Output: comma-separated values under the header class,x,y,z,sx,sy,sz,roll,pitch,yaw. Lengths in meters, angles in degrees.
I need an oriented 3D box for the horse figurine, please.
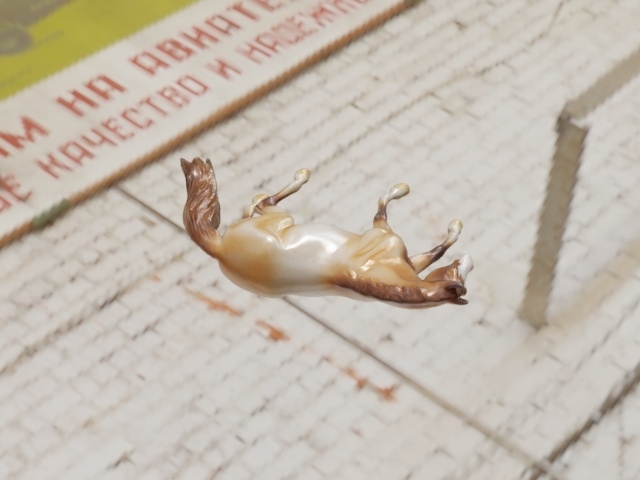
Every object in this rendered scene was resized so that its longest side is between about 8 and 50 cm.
class,x,y,z,sx,sy,sz,roll,pitch,yaw
horse figurine,0.000,0.000,1.112,0.174,0.263,0.066,-59,-24,-58
